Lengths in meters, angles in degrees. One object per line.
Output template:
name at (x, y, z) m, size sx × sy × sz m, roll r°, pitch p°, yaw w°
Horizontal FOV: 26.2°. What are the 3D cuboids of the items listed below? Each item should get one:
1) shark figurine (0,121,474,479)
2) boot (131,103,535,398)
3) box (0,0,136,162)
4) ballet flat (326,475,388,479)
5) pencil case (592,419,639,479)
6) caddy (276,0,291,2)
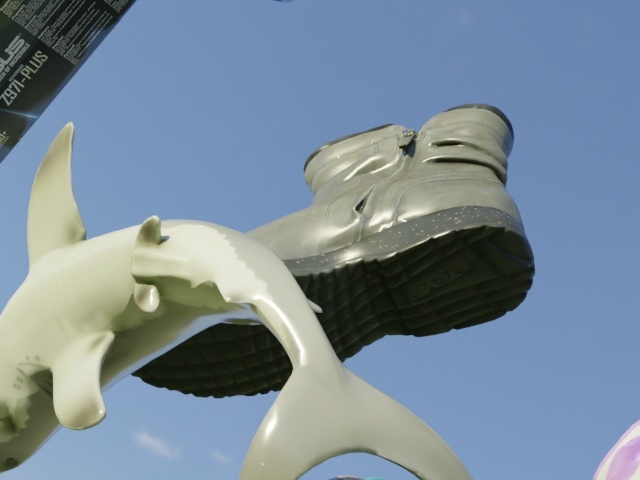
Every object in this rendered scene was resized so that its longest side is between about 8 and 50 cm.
shark figurine at (-0.043, 0.036, 0.582) m, size 0.116 × 0.166 × 0.278 m, roll 19°, pitch -15°, yaw -41°
boot at (0.000, 0.000, 0.791) m, size 0.246 × 0.161 × 0.083 m, roll -12°, pitch -59°, yaw 6°
box at (-0.198, -0.140, 0.765) m, size 0.147 × 0.180 × 0.077 m, roll 42°, pitch 3°, yaw 33°
ballet flat at (-0.008, 0.187, 0.579) m, size 0.107 × 0.106 × 0.316 m, roll 54°, pitch 11°, yaw -1°
pencil case at (0.234, 0.169, 0.701) m, size 0.206 × 0.086 × 0.088 m, roll 37°, pitch -22°, yaw 36°
caddy at (-0.023, -0.382, 1.241) m, size 0.179 × 0.241 × 0.341 m, roll -42°, pitch -100°, yaw 39°
